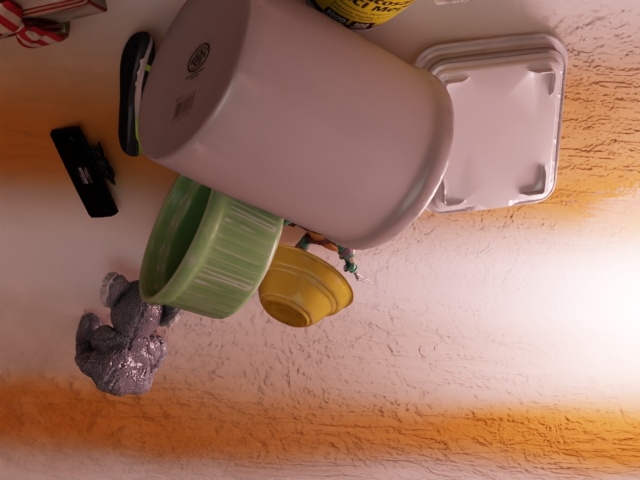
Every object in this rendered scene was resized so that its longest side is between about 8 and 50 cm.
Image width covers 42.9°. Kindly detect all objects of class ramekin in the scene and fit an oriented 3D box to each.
[{"bbox_3d":[-0.191,-0.007,1.456,0.148,0.303,0.303,24,117,-24],"label":"ramekin"}]

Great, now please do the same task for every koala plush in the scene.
[{"bbox_3d":[-0.376,0.176,1.629,0.196,0.203,0.221,22,106,-15],"label":"koala plush"}]

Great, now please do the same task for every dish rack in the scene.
[{"bbox_3d":[0.312,-0.194,1.476,0.285,0.072,0.333,-8,122,-5],"label":"dish rack"}]

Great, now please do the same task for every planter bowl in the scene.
[{"bbox_3d":[-0.052,0.107,1.581,0.217,0.090,0.217,21,151,12],"label":"planter bowl"}]

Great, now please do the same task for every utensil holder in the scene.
[{"bbox_3d":[-0.040,-0.197,1.268,0.385,0.328,0.327,23,119,-35],"label":"utensil holder"}]

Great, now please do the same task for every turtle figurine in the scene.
[{"bbox_3d":[0.000,0.000,1.573,0.234,0.118,0.175,38,153,-31],"label":"turtle figurine"}]

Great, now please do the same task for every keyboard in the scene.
[{"bbox_3d":[-0.426,-0.131,1.527,0.100,0.038,0.192,0,125,25],"label":"keyboard"}]

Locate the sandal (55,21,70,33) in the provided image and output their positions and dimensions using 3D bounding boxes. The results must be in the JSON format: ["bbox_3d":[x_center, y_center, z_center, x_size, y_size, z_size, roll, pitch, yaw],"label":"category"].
[{"bbox_3d":[-0.496,-0.387,1.355,0.180,0.049,0.072,20,107,3],"label":"sandal"}]

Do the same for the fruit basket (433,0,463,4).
[{"bbox_3d":[0.332,-0.551,1.253,0.353,0.165,0.327,-14,122,-12],"label":"fruit basket"}]

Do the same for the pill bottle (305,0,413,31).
[{"bbox_3d":[0.098,-0.432,1.164,0.188,0.334,0.188,1,87,-18],"label":"pill bottle"}]

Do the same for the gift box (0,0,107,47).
[{"bbox_3d":[-0.488,-0.417,1.198,0.276,0.255,0.258,-12,96,9],"label":"gift box"}]

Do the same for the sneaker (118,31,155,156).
[{"bbox_3d":[-0.300,-0.255,1.438,0.097,0.084,0.235,-5,126,-28],"label":"sneaker"}]
